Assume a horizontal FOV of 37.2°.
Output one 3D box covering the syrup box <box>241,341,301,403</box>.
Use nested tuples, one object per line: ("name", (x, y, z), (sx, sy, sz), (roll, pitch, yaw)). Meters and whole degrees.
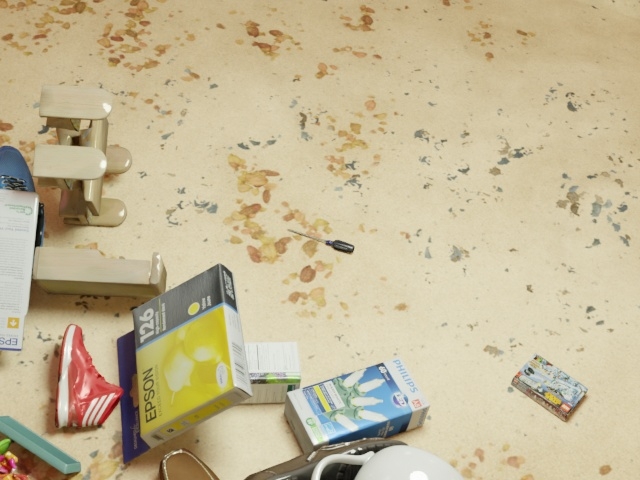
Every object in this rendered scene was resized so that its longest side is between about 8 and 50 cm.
("syrup box", (-0.163, 0.269, 1.921), (0.237, 0.093, 0.096), (0, 48, -9))

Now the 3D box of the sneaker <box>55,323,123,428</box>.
("sneaker", (-0.457, 0.273, 1.894), (0.128, 0.087, 0.221), (6, 58, -15))

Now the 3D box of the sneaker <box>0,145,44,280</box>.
("sneaker", (-0.657, -0.075, 2.080), (0.129, 0.147, 0.330), (4, 57, -37))

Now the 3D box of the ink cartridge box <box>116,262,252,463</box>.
("ink cartridge box", (-0.287, 0.232, 1.836), (0.307, 0.072, 0.304), (-28, 47, 15))

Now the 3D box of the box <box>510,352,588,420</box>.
("box", (0.489, 0.311, 2.029), (0.137, 0.027, 0.094), (35, 50, 23))

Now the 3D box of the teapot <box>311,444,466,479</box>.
("teapot", (0.135, 0.486, 1.617), (0.256, 0.252, 0.187), (3, 30, 39))

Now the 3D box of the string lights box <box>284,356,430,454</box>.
("string lights box", (0.072, 0.338, 1.904), (0.259, 0.077, 0.133), (-15, 50, -22))

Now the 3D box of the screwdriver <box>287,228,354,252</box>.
("screwdriver", (0.000, 0.000, 2.253), (0.170, 0.025, 0.024), (14, 47, 16))

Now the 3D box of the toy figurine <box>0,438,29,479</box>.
("toy figurine", (-0.563, 0.456, 1.696), (0.159, 0.130, 0.173), (39, 28, 8))

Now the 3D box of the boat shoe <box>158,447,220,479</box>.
("boat shoe", (-0.187, 0.499, 1.685), (0.122, 0.120, 0.324), (-21, 54, -26))

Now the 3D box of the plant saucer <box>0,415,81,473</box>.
("plant saucer", (-0.535, 0.380, 1.781), (0.192, 0.067, 0.018), (28, 89, 16))

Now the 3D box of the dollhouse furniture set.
("dollhouse furniture set", (-0.454, -0.087, 2.042), (0.256, 0.362, 0.394), (3, 75, -4))

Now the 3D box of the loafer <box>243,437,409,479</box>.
("loafer", (0.007, 0.433, 1.764), (0.366, 0.134, 0.130), (-4, 10, -29))

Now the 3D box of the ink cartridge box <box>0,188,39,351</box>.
("ink cartridge box", (-0.746, 0.051, 1.902), (0.324, 0.071, 0.330), (6, 80, -14))
